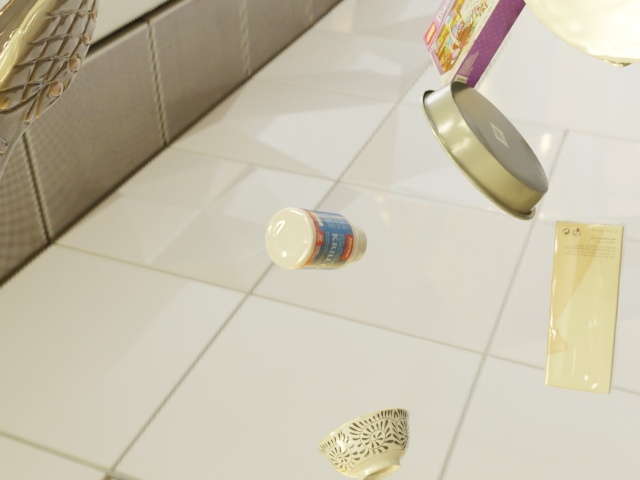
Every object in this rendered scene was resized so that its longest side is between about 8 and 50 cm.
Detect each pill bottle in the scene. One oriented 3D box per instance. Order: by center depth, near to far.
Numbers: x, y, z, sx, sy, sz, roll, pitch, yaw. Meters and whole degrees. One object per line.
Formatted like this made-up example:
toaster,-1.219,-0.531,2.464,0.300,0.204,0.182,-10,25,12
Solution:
pill bottle,0.000,0.000,1.677,0.221,0.124,0.124,3,-80,-53

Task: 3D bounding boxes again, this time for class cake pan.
cake pan,0.295,-0.166,1.426,0.054,0.293,0.293,-42,-2,28

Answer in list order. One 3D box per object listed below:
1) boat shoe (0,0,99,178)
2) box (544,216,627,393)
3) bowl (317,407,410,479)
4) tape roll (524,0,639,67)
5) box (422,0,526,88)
boat shoe,-0.369,-0.170,0.866,0.355,0.130,0.132,-60,-5,-12
box,0.500,0.116,1.534,0.148,0.121,0.311,-8,-78,-67
bowl,0.087,0.358,1.380,0.170,0.170,0.080,66,-178,-61
tape roll,0.418,-0.419,1.026,0.072,0.392,0.392,-27,-51,-46
box,0.300,-0.441,1.517,0.201,0.057,0.293,-100,31,-45
